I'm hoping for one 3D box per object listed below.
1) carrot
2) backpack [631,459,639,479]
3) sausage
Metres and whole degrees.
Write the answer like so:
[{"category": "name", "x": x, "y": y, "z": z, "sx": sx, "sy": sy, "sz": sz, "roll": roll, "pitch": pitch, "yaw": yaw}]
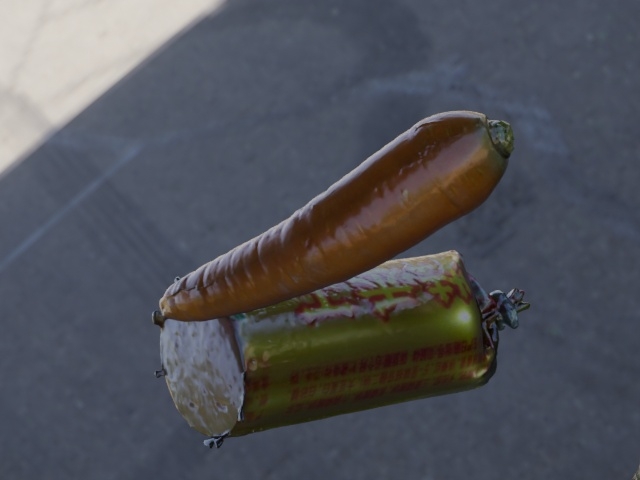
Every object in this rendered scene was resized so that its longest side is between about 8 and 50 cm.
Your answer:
[{"category": "carrot", "x": -0.001, "y": 0.000, "z": 1.082, "sx": 0.271, "sy": 0.062, "sz": 0.066, "roll": -31, "pitch": 64, "yaw": 27}, {"category": "backpack", "x": 0.234, "y": 0.133, "z": 0.847, "sx": 0.207, "sy": 0.253, "sz": 0.140, "roll": -20, "pitch": 37, "yaw": -21}, {"category": "sausage", "x": 0.037, "y": 0.078, "z": 1.455, "sx": 0.125, "sy": 0.317, "sz": 0.117, "roll": 65, "pitch": 146, "yaw": 28}]
